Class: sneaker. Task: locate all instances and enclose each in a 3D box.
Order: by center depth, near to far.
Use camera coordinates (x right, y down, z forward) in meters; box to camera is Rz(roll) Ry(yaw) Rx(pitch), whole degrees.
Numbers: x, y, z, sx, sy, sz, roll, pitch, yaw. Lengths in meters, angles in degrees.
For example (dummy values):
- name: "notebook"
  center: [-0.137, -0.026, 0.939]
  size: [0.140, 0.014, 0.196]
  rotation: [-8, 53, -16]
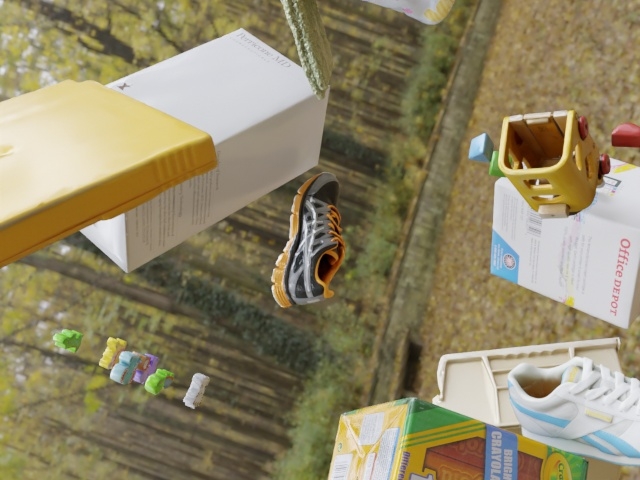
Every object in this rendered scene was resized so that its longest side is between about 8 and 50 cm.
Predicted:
- name: "sneaker"
  center: [0.306, 0.178, 0.967]
  size: [0.087, 0.229, 0.092]
  rotation: [-47, -61, -42]
- name: "sneaker"
  center: [0.000, 0.000, 1.289]
  size: [0.084, 0.083, 0.215]
  rotation: [46, -128, -52]

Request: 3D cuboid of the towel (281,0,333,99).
- name: "towel"
  center: [-0.016, -0.248, 1.050]
  size: [0.110, 0.027, 0.148]
  rotation: [-84, -22, -59]

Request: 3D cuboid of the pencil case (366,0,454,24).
- name: "pencil case"
  center: [0.054, -0.373, 1.191]
  size: [0.124, 0.273, 0.113]
  rotation: [-103, 31, -57]

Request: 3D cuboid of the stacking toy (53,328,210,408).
- name: "stacking toy"
  center: [-0.270, 0.187, 1.300]
  size: [0.221, 0.167, 0.052]
  rotation: [46, -115, -75]

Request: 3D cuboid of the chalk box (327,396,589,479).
- name: "chalk box"
  center: [0.165, 0.305, 0.983]
  size: [0.179, 0.289, 0.180]
  rotation: [-35, 38, 63]

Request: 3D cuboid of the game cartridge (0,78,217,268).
- name: "game cartridge"
  center: [-0.312, -0.067, 0.904]
  size: [0.324, 0.285, 0.052]
  rotation: [-27, -53, -31]

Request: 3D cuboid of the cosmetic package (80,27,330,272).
- name: "cosmetic package"
  center: [-0.183, -0.136, 1.249]
  size: [0.365, 0.197, 0.155]
  rotation: [-35, -31, -35]

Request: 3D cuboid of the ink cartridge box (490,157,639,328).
- name: "ink cartridge box"
  center: [0.397, -0.015, 1.330]
  size: [0.168, 0.233, 0.171]
  rotation: [-34, -46, -37]

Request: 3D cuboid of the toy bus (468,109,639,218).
- name: "toy bus"
  center: [0.300, -0.081, 1.143]
  size: [0.191, 0.202, 0.104]
  rotation: [125, 159, -68]

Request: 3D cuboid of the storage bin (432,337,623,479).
- name: "storage bin"
  center: [0.292, 0.277, 1.277]
  size: [0.262, 0.260, 0.123]
  rotation: [81, -175, -46]
